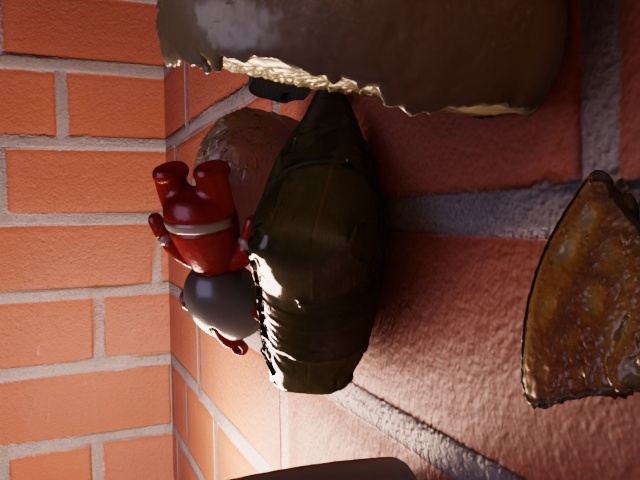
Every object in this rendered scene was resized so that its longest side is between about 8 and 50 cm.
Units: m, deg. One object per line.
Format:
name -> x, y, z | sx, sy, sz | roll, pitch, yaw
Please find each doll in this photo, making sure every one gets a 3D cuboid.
doll -> -0.156, 0.039, 0.962 | 0.200, 0.105, 0.336 | 1, 117, 26

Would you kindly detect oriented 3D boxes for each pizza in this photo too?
pizza -> 0.232, 0.064, 0.463 | 0.193, 0.053, 0.201 | 44, 120, 60

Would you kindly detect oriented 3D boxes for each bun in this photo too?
bun -> 0.039, -0.226, 0.559 | 0.364, 0.364, 0.202 | -144, 59, -62

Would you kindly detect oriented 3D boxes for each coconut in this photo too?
coconut -> -0.120, -0.079, 1.067 | 0.233, 0.233, 0.245 | -115, 36, -43

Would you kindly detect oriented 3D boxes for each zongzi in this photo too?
zongzi -> 0.000, 0.000, 0.919 | 0.392, 0.174, 0.356 | -86, -1, -47

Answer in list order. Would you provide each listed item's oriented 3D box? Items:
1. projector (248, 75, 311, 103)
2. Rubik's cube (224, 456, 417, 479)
projector -> -0.031, -0.351, 0.938 | 0.250, 0.108, 0.198 | 143, 134, -62
Rubik's cube -> -0.038, 0.493, 0.756 | 0.352, 0.347, 0.351 | 117, 143, -49
